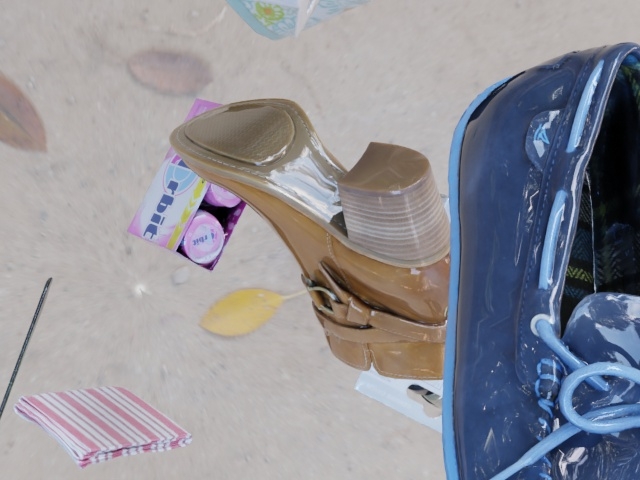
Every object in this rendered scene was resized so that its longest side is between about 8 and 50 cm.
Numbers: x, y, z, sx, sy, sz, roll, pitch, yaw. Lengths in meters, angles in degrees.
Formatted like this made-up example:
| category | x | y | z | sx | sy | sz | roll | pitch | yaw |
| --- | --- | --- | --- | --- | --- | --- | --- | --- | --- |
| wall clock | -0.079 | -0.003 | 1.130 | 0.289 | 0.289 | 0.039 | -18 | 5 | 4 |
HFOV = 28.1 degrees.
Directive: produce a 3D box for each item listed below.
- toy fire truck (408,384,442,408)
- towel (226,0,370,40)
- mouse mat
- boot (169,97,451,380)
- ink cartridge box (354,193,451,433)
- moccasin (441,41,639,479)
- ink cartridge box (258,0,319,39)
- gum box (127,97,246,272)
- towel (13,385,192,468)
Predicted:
| category | x | y | z | sx | sy | sz | roll | pitch | yaw |
| --- | --- | --- | --- | --- | --- | --- | --- | --- | --- |
| toy fire truck | 0.186 | 0.070 | 1.645 | 0.246 | 0.158 | 0.217 | -39 | 61 | 6 |
| towel | -0.073 | -0.438 | 1.659 | 0.374 | 0.320 | 0.090 | 45 | 58 | -25 |
| mouse mat | -0.244 | 0.115 | 1.010 | 0.007 | 0.189 | 0.153 | 20 | 73 | -10 |
| boot | 0.000 | 0.000 | 1.112 | 0.109 | 0.283 | 0.220 | -49 | 140 | -36 |
| ink cartridge box | 0.158 | 0.093 | 1.406 | 0.189 | 0.066 | 0.232 | 28 | 89 | -13 |
| moccasin | 0.128 | 0.052 | 0.608 | 0.137 | 0.117 | 0.342 | 12 | 60 | -37 |
| ink cartridge box | -0.035 | -0.322 | 1.326 | 0.067 | 0.198 | 0.115 | 13 | 42 | 12 |
| gum box | -0.130 | -0.070 | 1.460 | 0.062 | 0.107 | 0.188 | 31 | 82 | -39 |
| towel | -0.279 | 0.236 | 1.649 | 0.144 | 0.197 | 0.029 | 30 | 107 | 33 |
